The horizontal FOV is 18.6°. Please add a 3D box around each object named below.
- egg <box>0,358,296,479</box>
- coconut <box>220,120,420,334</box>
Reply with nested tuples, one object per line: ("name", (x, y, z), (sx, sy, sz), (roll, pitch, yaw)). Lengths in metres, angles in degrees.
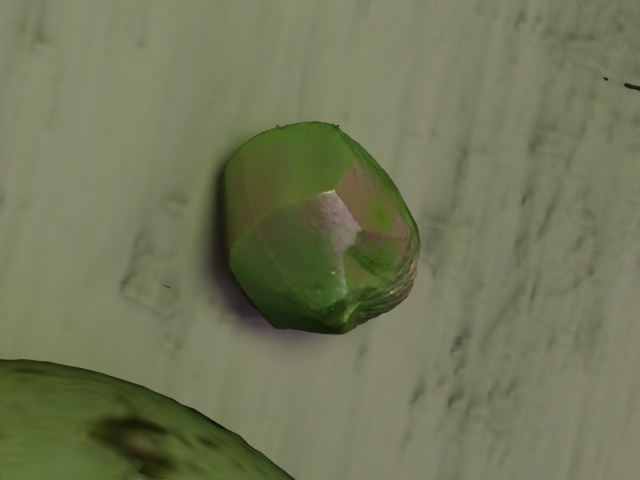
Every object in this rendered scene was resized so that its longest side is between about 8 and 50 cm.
("egg", (-0.073, 0.223, 0.646), (0.288, 0.287, 0.379), (-28, 91, -23))
("coconut", (0.000, 0.000, 0.785), (0.082, 0.081, 0.083), (12, 132, -28))
